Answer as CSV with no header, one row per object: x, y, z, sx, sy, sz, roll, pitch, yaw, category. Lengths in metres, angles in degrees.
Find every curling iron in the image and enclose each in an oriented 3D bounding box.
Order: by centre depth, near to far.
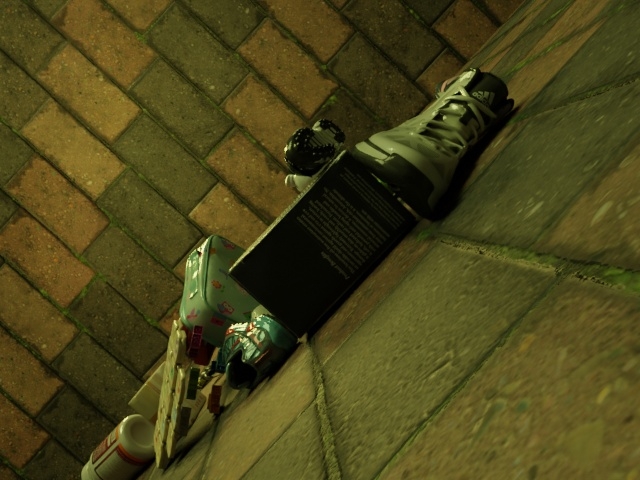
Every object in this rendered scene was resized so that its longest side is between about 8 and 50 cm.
-0.256,0.321,2.237,0.068,0.035,0.274,-23,8,21,curling iron

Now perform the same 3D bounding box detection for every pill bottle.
-0.497,0.539,1.980,0.221,0.121,0.121,-45,4,28,pill bottle

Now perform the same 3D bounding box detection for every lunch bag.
-0.205,0.124,1.790,0.108,0.224,0.279,-48,26,26,lunch bag

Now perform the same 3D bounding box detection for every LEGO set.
-0.238,0.302,1.637,0.093,0.087,0.227,117,161,-61,LEGO set

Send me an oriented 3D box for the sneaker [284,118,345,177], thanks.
-0.024,-0.151,1.435,0.106,0.078,0.234,-48,0,22,sneaker

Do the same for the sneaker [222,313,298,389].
-0.145,0.219,1.482,0.125,0.104,0.262,-52,5,-29,sneaker

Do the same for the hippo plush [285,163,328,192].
-0.002,-0.118,2.335,0.234,0.236,0.294,-47,4,9,hippo plush

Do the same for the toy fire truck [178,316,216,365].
-0.260,0.161,2.003,0.254,0.169,0.302,102,-175,-59,toy fire truck

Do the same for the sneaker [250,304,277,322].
-0.076,0.146,1.687,0.237,0.085,0.086,-39,-37,-54,sneaker

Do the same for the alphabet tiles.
-0.313,0.315,1.643,0.278,0.021,0.284,-141,61,-70,alphabet tiles

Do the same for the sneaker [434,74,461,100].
0.362,-0.361,1.972,0.131,0.112,0.319,-29,12,15,sneaker

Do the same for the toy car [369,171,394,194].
0.096,-0.055,1.746,0.155,0.149,0.188,-50,32,12,toy car

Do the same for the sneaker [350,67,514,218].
0.201,-0.195,1.349,0.257,0.169,0.447,-48,1,12,sneaker

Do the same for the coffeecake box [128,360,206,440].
-0.361,0.383,1.902,0.068,0.142,0.185,-48,3,7,coffeecake box

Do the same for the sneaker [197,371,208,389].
-0.342,0.412,2.309,0.083,0.031,0.035,-49,14,46,sneaker

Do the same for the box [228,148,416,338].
0.000,0.000,1.482,0.294,0.183,0.296,-45,4,2,box

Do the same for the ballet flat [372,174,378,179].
0.156,-0.160,1.934,0.348,0.123,0.123,-44,5,42,ballet flat
